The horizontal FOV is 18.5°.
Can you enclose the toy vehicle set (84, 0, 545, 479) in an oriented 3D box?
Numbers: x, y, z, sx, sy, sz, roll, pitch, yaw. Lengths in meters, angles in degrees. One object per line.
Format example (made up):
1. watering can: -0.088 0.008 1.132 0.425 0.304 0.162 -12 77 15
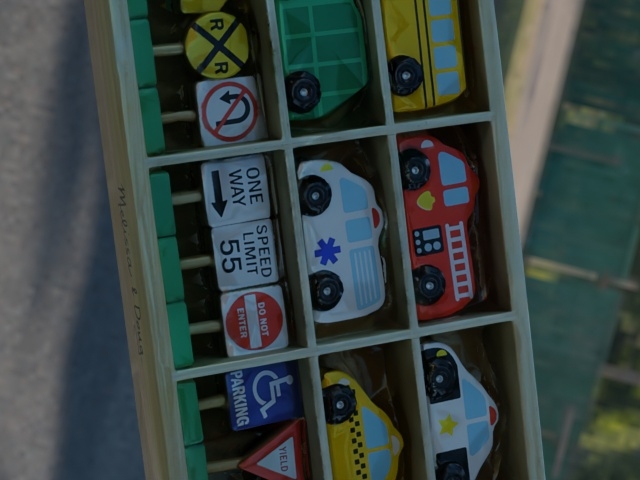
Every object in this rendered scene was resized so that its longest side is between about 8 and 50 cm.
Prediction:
1. toy vehicle set: 0.000 0.000 0.806 0.035 0.166 0.266 -169 -109 -67
